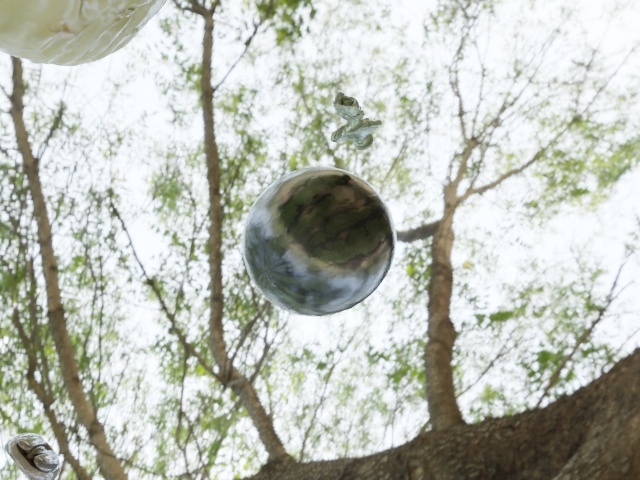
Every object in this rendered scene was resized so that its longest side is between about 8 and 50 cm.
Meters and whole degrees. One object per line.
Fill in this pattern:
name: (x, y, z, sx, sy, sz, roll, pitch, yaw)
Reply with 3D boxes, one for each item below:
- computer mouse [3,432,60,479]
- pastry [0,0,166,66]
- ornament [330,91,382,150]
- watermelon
computer mouse: (-0.310, 0.237, 0.812, 0.066, 0.096, 0.039, 45, -117, 8)
pastry: (-0.303, -0.383, 0.776, 0.389, 0.313, 0.388, 31, -146, -24)
ornament: (0.046, -0.154, 0.994, 0.069, 0.092, 0.041, -6, -125, -11)
watermelon: (0.000, 0.000, 1.016, 0.212, 0.212, 0.212, 17, -141, -14)
